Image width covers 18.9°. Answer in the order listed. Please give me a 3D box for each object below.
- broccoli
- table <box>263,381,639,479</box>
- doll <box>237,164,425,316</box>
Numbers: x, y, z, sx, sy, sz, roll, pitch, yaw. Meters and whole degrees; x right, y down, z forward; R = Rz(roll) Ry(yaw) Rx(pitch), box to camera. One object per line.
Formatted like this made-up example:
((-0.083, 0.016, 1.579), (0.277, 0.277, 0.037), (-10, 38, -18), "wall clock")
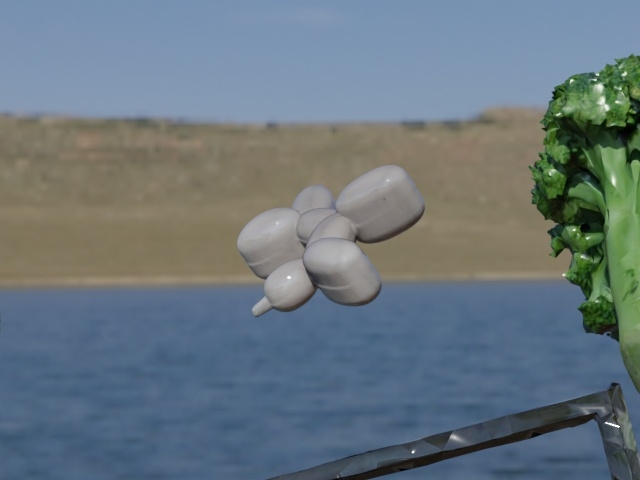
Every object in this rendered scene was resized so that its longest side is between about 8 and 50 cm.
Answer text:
((0.337, 0.030, 1.279), (0.321, 0.413, 0.310), (-28, 11, 15), "broccoli")
((0.096, 0.306, 1.131), (0.272, 0.335, 0.222), (-15, -32, 7), "table")
((0.000, 0.000, 1.508), (0.160, 0.059, 0.161), (-15, 32, 38), "doll")
